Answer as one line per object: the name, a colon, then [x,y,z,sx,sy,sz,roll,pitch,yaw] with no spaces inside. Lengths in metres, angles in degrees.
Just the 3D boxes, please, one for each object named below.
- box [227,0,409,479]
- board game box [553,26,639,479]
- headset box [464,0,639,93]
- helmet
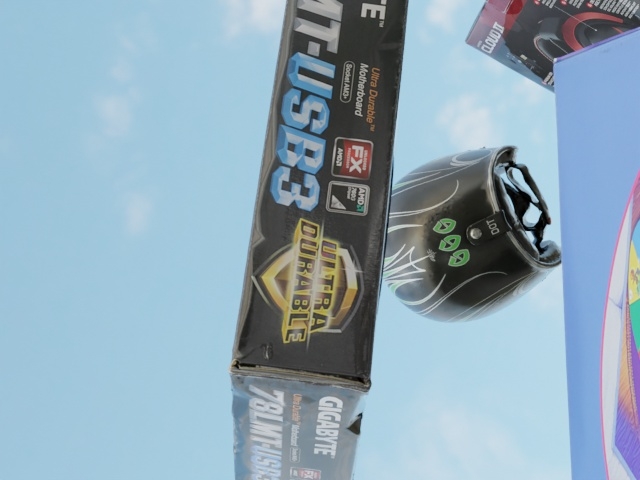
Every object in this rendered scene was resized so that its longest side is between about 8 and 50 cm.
box: [0.000,0.000,0.770,0.293,0.073,0.296,99,178,-62]
board game box: [0.143,0.111,0.284,0.078,0.233,0.347,0,-94,-18]
headset box: [0.261,-0.188,1.116,0.293,0.218,0.110,30,-107,3]
helmet: [0.127,-0.001,1.262,0.169,0.161,0.169,35,-138,-39]
